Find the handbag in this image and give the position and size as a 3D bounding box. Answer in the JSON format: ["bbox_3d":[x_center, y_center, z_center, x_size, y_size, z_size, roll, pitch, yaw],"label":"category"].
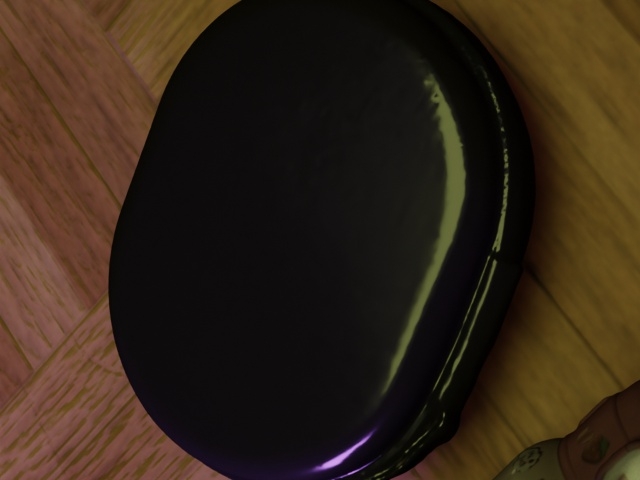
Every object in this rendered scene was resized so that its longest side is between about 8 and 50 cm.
[{"bbox_3d":[0.001,0.000,0.975,0.254,0.093,0.308,29,105,29],"label":"handbag"}]

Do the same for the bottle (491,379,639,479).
[{"bbox_3d":[0.123,0.172,0.875,0.253,0.120,0.120,-49,65,23],"label":"bottle"}]
